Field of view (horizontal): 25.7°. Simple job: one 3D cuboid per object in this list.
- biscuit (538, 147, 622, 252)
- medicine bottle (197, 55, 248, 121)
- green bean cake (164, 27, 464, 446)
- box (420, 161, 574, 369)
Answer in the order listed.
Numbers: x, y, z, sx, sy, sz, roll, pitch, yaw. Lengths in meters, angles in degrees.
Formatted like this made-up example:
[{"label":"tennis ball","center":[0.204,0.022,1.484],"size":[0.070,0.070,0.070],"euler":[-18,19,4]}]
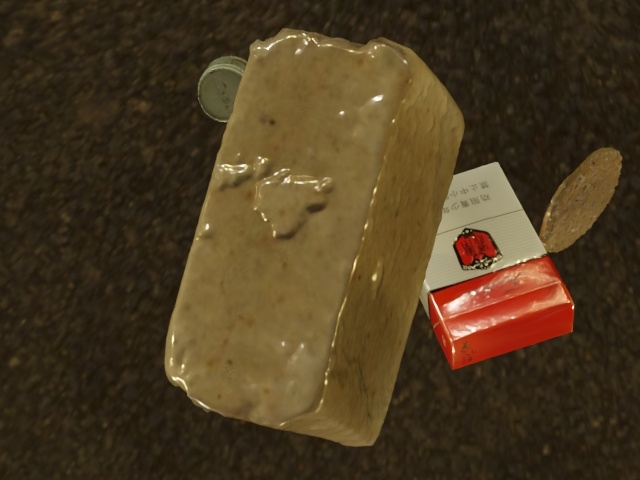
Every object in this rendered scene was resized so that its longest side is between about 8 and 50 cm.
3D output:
[{"label":"biscuit","center":[0.248,-0.038,1.339],"size":[0.015,0.120,0.120],"euler":[38,112,27]},{"label":"medicine bottle","center":[-0.077,-0.127,1.169],"size":[0.047,0.083,0.047],"euler":[0,104,0]},{"label":"green bean cake","center":[0.000,0.000,0.654],"size":[0.085,0.109,0.179],"euler":[14,85,21]},{"label":"box","center":[0.122,0.017,1.095],"size":[0.100,0.152,0.048],"euler":[-19,145,-4]}]
